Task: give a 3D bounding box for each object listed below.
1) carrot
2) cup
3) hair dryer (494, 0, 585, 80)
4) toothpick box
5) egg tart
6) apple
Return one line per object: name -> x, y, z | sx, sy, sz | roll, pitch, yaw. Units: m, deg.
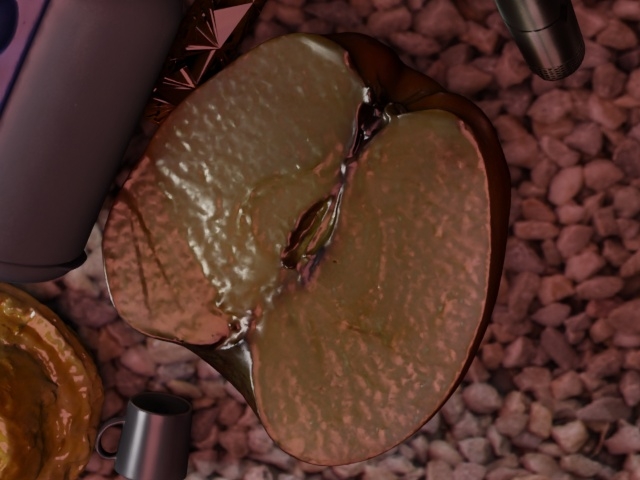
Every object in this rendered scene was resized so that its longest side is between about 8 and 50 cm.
carrot -> -0.100, -0.210, 1.261 | 0.069, 0.069, 0.228 | 33, 105, -5
cup -> -0.185, 0.205, 1.380 | 0.100, 0.078, 0.077 | 7, 103, -13
hair dryer -> 0.189, -0.312, 1.124 | 0.156, 0.320, 0.284 | 9, 85, 23
toothpick box -> -0.269, -0.161, 1.187 | 0.263, 0.263, 0.354 | 26, 105, -3
egg tart -> -0.383, 0.185, 1.367 | 0.319, 0.128, 0.319 | 2, 105, 6
apple -> 0.000, 0.000, 1.205 | 0.329, 0.295, 0.365 | 21, 106, -29
